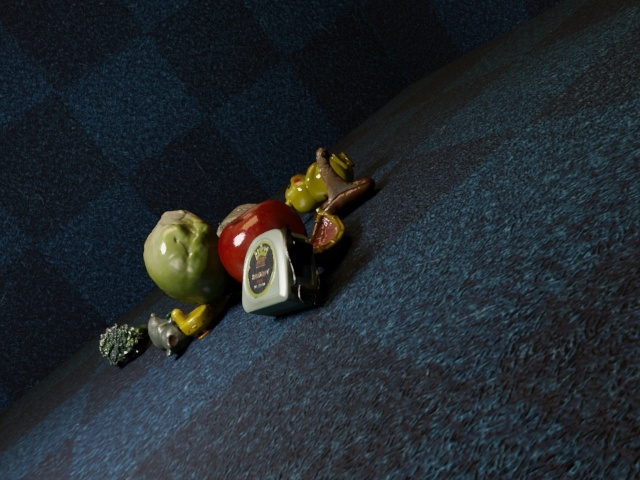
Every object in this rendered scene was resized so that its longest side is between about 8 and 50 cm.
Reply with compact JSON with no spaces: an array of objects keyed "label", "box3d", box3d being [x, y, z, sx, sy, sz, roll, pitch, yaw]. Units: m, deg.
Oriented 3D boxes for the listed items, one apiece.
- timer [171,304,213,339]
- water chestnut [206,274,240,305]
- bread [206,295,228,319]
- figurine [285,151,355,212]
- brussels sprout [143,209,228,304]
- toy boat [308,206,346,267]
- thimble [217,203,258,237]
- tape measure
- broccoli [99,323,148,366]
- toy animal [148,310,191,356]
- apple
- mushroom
[{"label":"timer","box3d":[-0.376,0.230,1.748,0.107,0.109,0.107,-35,12,8]},{"label":"water chestnut","box3d":[-0.370,0.115,2.027,0.223,0.239,0.224,-1,-9,0]},{"label":"bread","box3d":[-0.337,0.216,1.854,0.083,0.044,0.111,-27,13,38]},{"label":"figurine","box3d":[-0.011,-0.197,2.199,0.326,0.169,0.218,-30,-2,23]},{"label":"brussels sprout","box3d":[-0.398,0.049,1.785,0.242,0.317,0.273,-25,-1,8]},{"label":"toy boat","box3d":[0.004,0.004,1.535,0.141,0.099,0.318,-33,15,16]},{"label":"thimble","box3d":[-0.284,-0.031,2.310,0.228,0.196,0.148,1,30,20]},{"label":"tape measure","box3d":[-0.078,0.066,1.343,0.235,0.115,0.207,-23,58,51]},{"label":"broccoli","box3d":[-0.721,0.371,2.235,0.164,0.146,0.304,-33,-1,3]},{"label":"toy animal","box3d":[-0.450,0.298,1.793,0.107,0.139,0.236,-3,19,-32]},{"label":"apple","box3d":[-0.156,0.012,1.675,0.260,0.217,0.260,-34,11,8]},{"label":"mushroom","box3d":[0.033,-0.185,1.872,0.227,0.218,0.148,-37,12,1]}]
